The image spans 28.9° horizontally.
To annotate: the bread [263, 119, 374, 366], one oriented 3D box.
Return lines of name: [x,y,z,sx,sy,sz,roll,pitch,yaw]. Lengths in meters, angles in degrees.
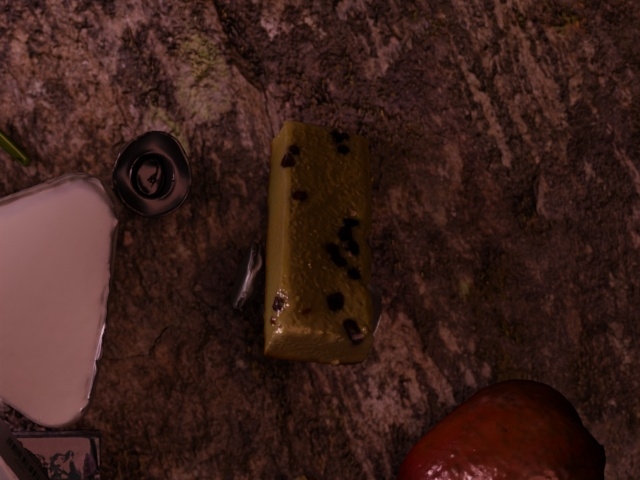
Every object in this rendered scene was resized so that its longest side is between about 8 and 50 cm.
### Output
bread: [0.000,0.000,1.674,0.138,0.077,0.361,13,51,-17]

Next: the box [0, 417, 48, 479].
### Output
box: [-0.486,0.379,1.569,0.299,0.106,0.200,-35,96,1]

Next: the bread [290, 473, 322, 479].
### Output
bread: [-0.111,0.477,1.710,0.077,0.084,0.367,33,79,30]

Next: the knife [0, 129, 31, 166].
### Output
knife: [-0.462,-0.164,1.677,0.184,0.022,0.026,43,53,-8]

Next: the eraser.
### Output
eraser: [-0.378,0.046,1.626,0.331,0.150,0.331,0,89,-12]

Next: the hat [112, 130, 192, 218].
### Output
hat: [-0.233,-0.091,1.719,0.121,0.050,0.121,-1,92,-14]

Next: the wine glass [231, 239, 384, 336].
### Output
wine glass: [-0.019,0.077,1.736,0.204,0.111,0.111,18,83,-14]

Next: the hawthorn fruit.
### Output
hawthorn fruit: [0.220,0.358,1.723,0.368,0.285,0.285,-21,93,8]

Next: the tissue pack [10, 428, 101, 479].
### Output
tissue pack: [-0.372,0.312,1.661,0.156,0.051,0.112,1,91,-15]
